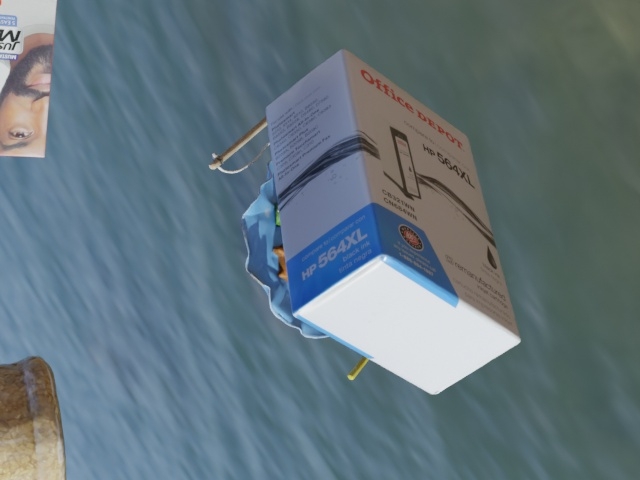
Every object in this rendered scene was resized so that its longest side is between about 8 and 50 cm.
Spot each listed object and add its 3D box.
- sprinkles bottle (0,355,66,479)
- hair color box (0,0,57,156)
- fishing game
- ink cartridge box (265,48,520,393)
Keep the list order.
[{"bbox_3d":[-0.348,0.153,0.867,0.121,0.355,0.121,174,90,-73],"label":"sprinkles bottle"},{"bbox_3d":[-0.318,-0.170,1.338,0.053,0.093,0.167,-146,60,-60],"label":"hair color box"},{"bbox_3d":[0.000,0.000,1.303,0.041,0.189,0.264,-14,112,45],"label":"fishing game"},{"bbox_3d":[0.048,-0.016,0.949,0.148,0.086,0.203,31,-144,-36],"label":"ink cartridge box"}]
